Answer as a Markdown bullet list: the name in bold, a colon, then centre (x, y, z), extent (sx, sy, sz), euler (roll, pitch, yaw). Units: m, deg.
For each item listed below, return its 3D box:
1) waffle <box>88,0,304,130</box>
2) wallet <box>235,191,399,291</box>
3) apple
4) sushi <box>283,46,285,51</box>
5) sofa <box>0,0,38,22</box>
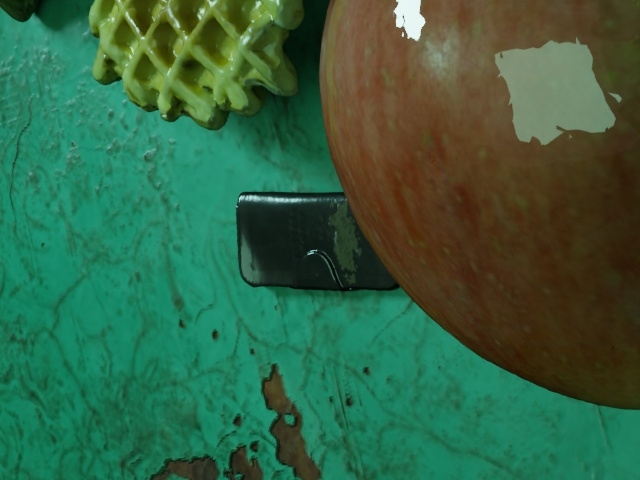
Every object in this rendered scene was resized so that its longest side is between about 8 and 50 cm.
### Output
- **waffle**: centre (-0.099, -0.210, 1.169), extent (0.261, 0.056, 0.250), euler (5, 96, 43)
- **wallet**: centre (0.000, 0.000, 1.213), extent (0.157, 0.018, 0.082), euler (2, 97, 32)
- **apple**: centre (0.182, -0.075, 0.896), extent (0.364, 0.364, 0.364), euler (4, 97, 32)
- **sushi**: centre (-0.071, -0.175, 1.216), extent (0.083, 0.056, 0.084), euler (6, 99, 36)
- **sofa**: centre (-0.333, -0.330, 1.294), extent (0.258, 0.182, 0.200), euler (43, 116, 22)
